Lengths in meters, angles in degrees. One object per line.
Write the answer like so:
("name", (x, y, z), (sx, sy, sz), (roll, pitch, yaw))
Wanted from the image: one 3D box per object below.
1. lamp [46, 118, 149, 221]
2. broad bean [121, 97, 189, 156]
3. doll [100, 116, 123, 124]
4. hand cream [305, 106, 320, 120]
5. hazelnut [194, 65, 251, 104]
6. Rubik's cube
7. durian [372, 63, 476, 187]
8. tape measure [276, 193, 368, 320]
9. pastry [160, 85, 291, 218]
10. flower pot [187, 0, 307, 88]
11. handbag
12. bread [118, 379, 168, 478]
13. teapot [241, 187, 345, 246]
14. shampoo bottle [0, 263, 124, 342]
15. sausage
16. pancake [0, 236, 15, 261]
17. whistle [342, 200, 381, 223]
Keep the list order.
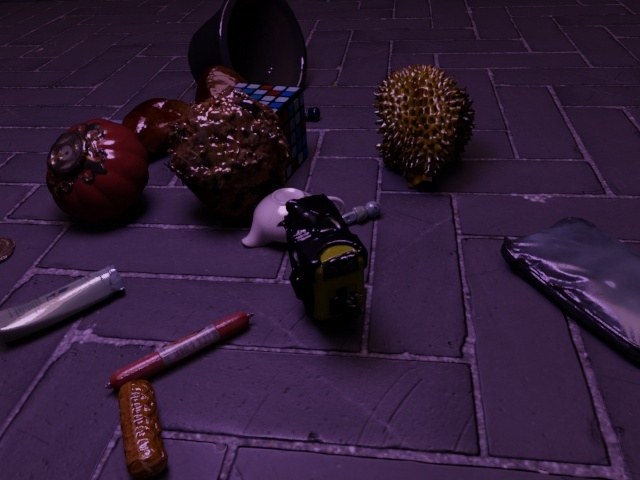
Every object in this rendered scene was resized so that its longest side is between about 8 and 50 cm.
("lamp", (-0.476, -0.149, 1.219), (0.226, 0.227, 0.227), (-2, 35, 2))
("broad bean", (-0.433, -0.306, 1.485), (0.156, 0.122, 0.228), (8, 46, 40))
("doll", (-0.599, -0.303, 1.547), (0.179, 0.075, 0.120), (7, 33, 14))
("hand cream", (-0.078, -0.372, 1.640), (0.163, 0.039, 0.062), (10, 39, 28))
("hazelnut", (-0.257, -0.366, 1.517), (0.177, 0.178, 0.204), (-27, 83, -29))
("Rubik's cube", (-0.147, -0.257, 1.350), (0.184, 0.187, 0.182), (12, 37, 17))
("durian", (0.234, -0.272, 1.294), (0.258, 0.258, 0.293), (9, 42, 17))
("tape measure", (0.005, 0.045, 0.916), (0.112, 0.186, 0.199), (-16, 41, -9))
("pastry", (-0.186, -0.172, 1.160), (0.274, 0.275, 0.193), (-1, 18, 3))
("flower pot", (-0.250, -0.580, 1.739), (0.251, 0.380, 0.379), (4, 32, 38))
("handbag", (0.474, 0.065, 0.947), (0.191, 0.075, 0.332), (-22, 42, -19))
("bread", (-0.243, 0.251, 0.762), (0.052, 0.044, 0.157), (-13, 37, -18))
("teapot", (-0.053, -0.054, 1.143), (0.226, 0.092, 0.145), (-11, 37, -16))
("shampoo bottle", (-0.451, 0.107, 0.980), (0.212, 0.049, 0.072), (-29, 38, -31))
("sausage", (-0.214, 0.170, 0.886), (0.253, 0.034, 0.034), (-24, 40, -28))
("pancake", (-0.680, 0.024, 1.149), (0.114, 0.011, 0.115), (-2, 35, 2))
("whistle", (0.086, -0.057, 1.178), (0.100, 0.035, 0.035), (-20, 38, -19))
